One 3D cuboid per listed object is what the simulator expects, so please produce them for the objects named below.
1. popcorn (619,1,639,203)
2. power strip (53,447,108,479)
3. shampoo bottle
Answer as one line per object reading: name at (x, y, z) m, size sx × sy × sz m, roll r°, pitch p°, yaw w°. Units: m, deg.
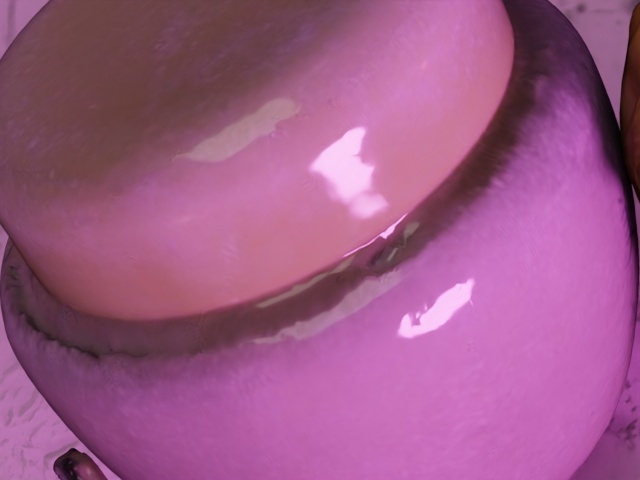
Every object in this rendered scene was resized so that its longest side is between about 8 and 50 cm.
popcorn at (0.303, -0.050, 0.843) m, size 0.312 × 0.312 × 0.312 m, roll -9°, pitch 63°, yaw 19°
power strip at (-0.078, 0.231, 0.899) m, size 0.064 × 0.213 × 0.198 m, roll -34°, pitch 56°, yaw -14°
shampoo bottle at (0.000, 0.000, 0.894) m, size 0.323 × 0.317 × 0.322 m, roll -18°, pitch 35°, yaw 13°
